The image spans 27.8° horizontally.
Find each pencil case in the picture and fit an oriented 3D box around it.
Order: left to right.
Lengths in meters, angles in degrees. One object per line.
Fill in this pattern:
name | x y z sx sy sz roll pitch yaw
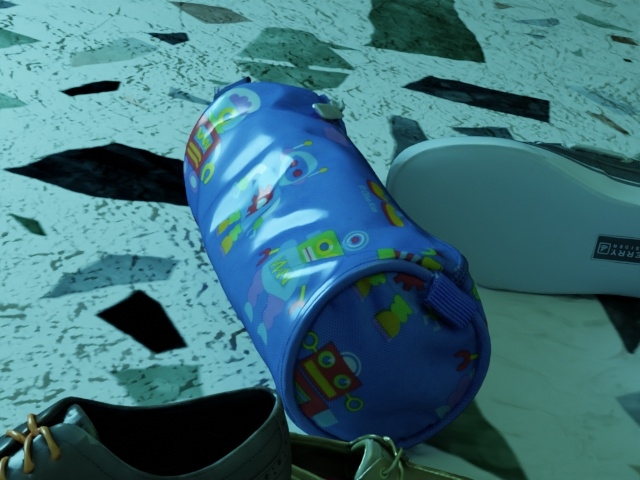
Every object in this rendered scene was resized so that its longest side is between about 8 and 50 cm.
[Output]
pencil case | 0.000 0.000 0.803 0.119 0.133 0.306 36 12 -30

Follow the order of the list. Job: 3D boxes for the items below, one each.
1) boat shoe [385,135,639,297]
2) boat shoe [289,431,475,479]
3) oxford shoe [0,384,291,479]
boat shoe | 0.187 -0.026 0.963 0.301 0.108 0.102 8 24 -12
boat shoe | 0.021 0.121 0.645 0.135 0.045 0.050 6 25 -9
oxford shoe | -0.136 0.111 0.538 0.271 0.098 0.097 -6 29 -33
